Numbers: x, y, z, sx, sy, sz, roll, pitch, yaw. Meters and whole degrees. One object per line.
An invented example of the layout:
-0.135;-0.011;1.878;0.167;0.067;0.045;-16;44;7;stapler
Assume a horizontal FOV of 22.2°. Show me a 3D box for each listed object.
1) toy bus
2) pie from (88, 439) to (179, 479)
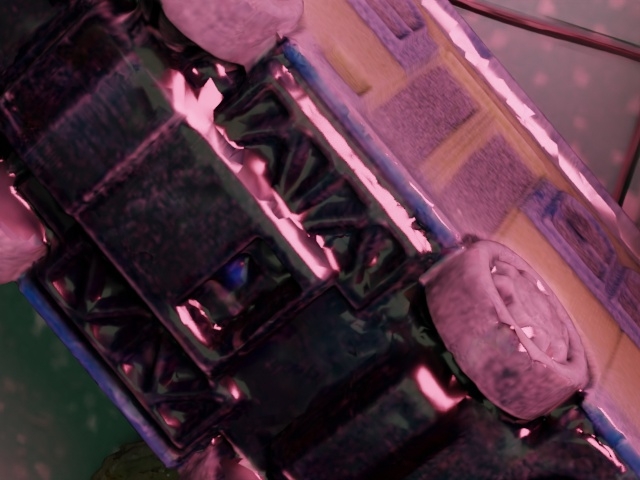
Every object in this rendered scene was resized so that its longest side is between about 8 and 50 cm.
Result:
0.000;0.000;0.584;0.152;0.190;0.312;-40;91;22;toy bus
-0.038;0.170;0.724;0.186;0.041;0.187;5;107;16;pie
